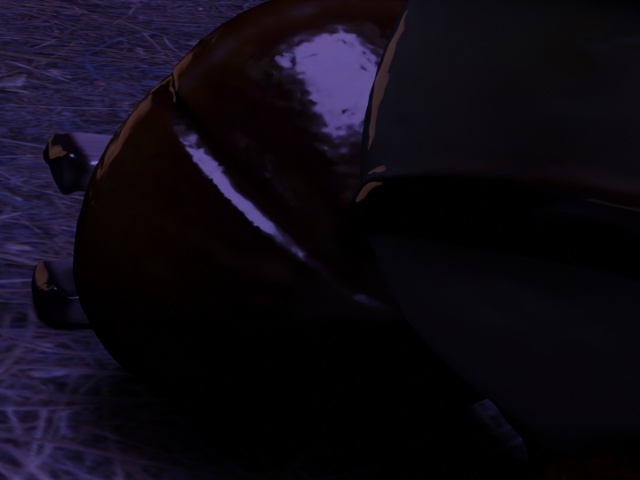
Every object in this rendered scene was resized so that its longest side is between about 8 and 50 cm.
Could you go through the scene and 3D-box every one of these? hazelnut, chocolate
[{"bbox_3d":[-0.002,-0.002,0.713,0.229,0.229,0.229,6,16,-2],"label":"hazelnut"},{"bbox_3d":[0.139,-0.030,0.516,0.283,0.283,0.186,20,-10,40],"label":"chocolate"}]

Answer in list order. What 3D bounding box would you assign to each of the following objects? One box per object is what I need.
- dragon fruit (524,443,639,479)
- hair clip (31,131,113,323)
[{"bbox_3d":[0.117,0.119,0.469,0.162,0.106,0.083,11,52,13],"label":"dragon fruit"},{"bbox_3d":[0.002,0.001,0.883,0.331,0.101,0.085,4,12,-20],"label":"hair clip"}]
